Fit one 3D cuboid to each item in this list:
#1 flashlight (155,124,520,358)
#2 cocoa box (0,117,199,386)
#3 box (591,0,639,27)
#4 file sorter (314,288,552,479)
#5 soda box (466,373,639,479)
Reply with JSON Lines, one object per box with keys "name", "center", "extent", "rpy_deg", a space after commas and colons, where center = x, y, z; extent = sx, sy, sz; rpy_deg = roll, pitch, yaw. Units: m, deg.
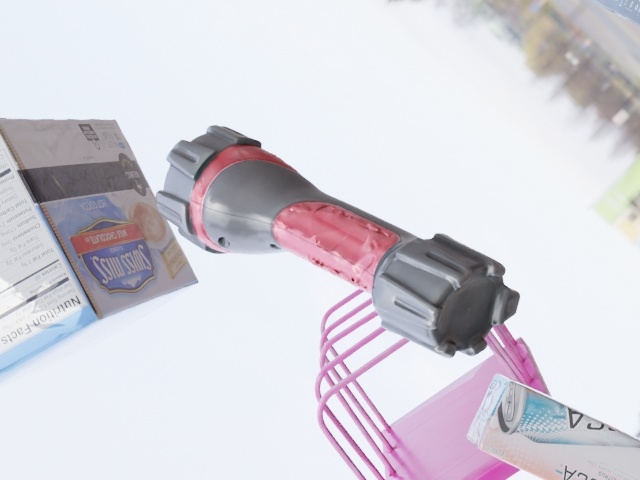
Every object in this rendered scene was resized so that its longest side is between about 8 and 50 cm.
{"name": "flashlight", "center": [0.000, 0.000, 1.063], "extent": [0.304, 0.103, 0.103], "rpy_deg": [28, 161, 42]}
{"name": "cocoa box", "center": [-0.318, 0.019, 1.490], "extent": [0.228, 0.231, 0.347], "rpy_deg": [61, -168, 2]}
{"name": "box", "center": [0.296, -0.245, 1.067], "extent": [0.059, 0.183, 0.233], "rpy_deg": [22, -165, -17]}
{"name": "file sorter", "center": [0.110, 0.145, 1.470], "extent": [0.182, 0.202, 0.291], "rpy_deg": [54, -172, -10]}
{"name": "soda box", "center": [0.213, 0.173, 1.104], "extent": [0.183, 0.063, 0.058], "rpy_deg": [25, 178, -6]}
